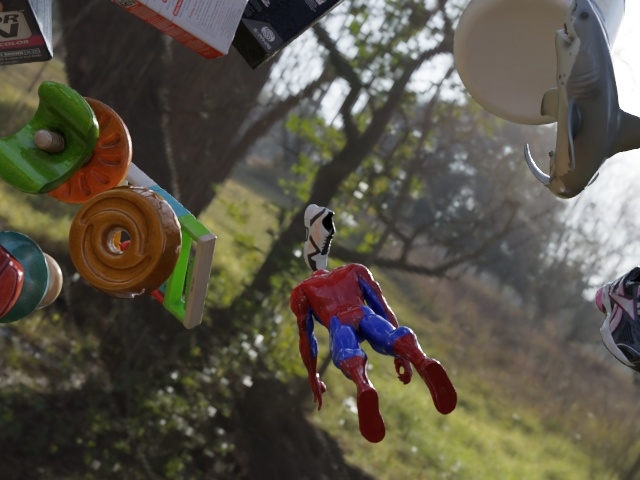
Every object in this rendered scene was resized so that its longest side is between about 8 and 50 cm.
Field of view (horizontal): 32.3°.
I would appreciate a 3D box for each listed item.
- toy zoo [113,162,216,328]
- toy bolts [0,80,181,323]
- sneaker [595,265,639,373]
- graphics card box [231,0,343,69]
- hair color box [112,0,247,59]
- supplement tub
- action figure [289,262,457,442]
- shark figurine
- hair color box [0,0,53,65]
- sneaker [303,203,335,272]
[{"bbox_3d":[-0.290,-0.009,1.864,0.030,0.192,0.293,-23,50,-40],"label":"toy zoo"},{"bbox_3d":[-0.233,0.000,1.041,0.218,0.228,0.158,45,5,12],"label":"toy bolts"},{"bbox_3d":[0.386,0.090,1.345,0.072,0.077,0.178,28,30,-19],"label":"sneaker"},{"bbox_3d":[-0.050,-0.502,1.971,0.232,0.371,0.094,51,-25,-8],"label":"graphics card box"},{"bbox_3d":[-0.189,-0.325,1.487,0.167,0.093,0.053,29,-17,-33],"label":"hair color box"},{"bbox_3d":[0.346,-0.339,1.703,0.228,0.228,0.316,30,37,2],"label":"supplement tub"},{"bbox_3d":[0.040,0.111,0.960,0.280,0.092,0.139,-124,-163,-65],"label":"action figure"},{"bbox_3d":[0.283,-0.097,1.123,0.116,0.166,0.278,-3,-33,3],"label":"shark figurine"},{"bbox_3d":[-0.409,-0.311,1.196,0.174,0.105,0.347,-5,-18,-3],"label":"hair color box"},{"bbox_3d":[0.000,0.000,1.701,0.044,0.109,0.040,8,18,37],"label":"sneaker"}]
